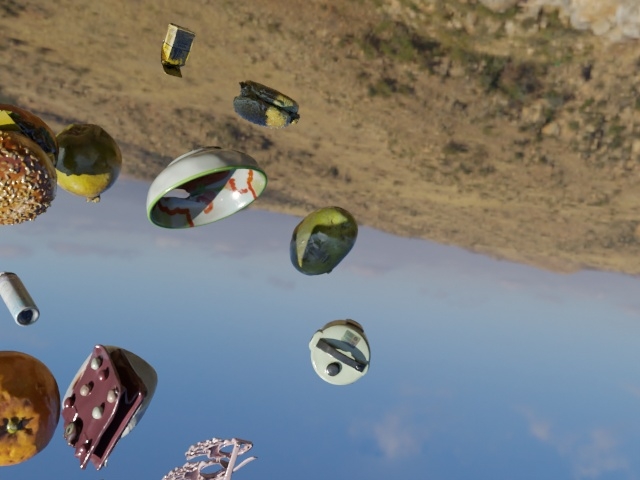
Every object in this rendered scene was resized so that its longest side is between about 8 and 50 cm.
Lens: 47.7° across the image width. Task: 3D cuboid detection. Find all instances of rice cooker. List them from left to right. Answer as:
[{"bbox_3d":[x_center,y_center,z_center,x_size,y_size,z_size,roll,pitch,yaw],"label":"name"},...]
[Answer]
[{"bbox_3d":[0.072,0.390,2.569,0.226,0.226,0.244,7,-177,4],"label":"rice cooker"}]

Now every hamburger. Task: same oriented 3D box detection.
[{"bbox_3d":[-0.794,-0.186,1.816,0.291,0.291,0.225,7,-142,-19],"label":"hamburger"},{"bbox_3d":[-0.171,-0.432,2.347,0.215,0.122,0.189,22,179,3],"label":"hamburger"}]

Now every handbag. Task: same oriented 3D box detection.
[{"bbox_3d":[-0.475,0.352,1.547,0.074,0.216,0.203,27,-172,-39],"label":"handbag"}]

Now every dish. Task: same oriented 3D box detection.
[{"bbox_3d":[-0.309,-0.158,1.892,0.324,0.124,0.324,-20,163,-7],"label":"dish"}]

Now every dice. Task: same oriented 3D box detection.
[{"bbox_3d":[-0.574,0.414,1.979,0.192,0.194,0.193,35,135,-17],"label":"dice"}]

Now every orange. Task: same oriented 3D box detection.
[{"bbox_3d":[-0.722,0.377,1.638,0.261,0.261,0.261,7,180,0],"label":"orange"}]

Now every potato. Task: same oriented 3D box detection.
[{"bbox_3d":[0.001,0.001,2.106,0.148,0.197,0.228,2,172,-36],"label":"potato"}]

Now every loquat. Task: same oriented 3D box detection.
[{"bbox_3d":[-0.688,-0.216,2.127,0.213,0.246,0.213,-4,-149,2],"label":"loquat"}]

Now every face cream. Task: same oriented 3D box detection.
[{"bbox_3d":[-0.939,0.170,2.230,0.075,0.075,0.229,8,-156,-46],"label":"face cream"}]

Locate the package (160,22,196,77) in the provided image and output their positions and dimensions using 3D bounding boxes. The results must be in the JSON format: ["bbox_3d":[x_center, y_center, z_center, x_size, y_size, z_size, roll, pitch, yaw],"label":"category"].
[{"bbox_3d":[-0.389,-0.511,1.949,0.047,0.131,0.071,32,-159,30],"label":"package"}]

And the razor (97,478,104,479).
[{"bbox_3d":[-0.657,0.851,2.221,0.106,0.232,0.068,-18,174,36],"label":"razor"}]

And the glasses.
[{"bbox_3d":[-0.252,0.519,1.606,0.162,0.255,0.095,16,-144,-32],"label":"glasses"}]
